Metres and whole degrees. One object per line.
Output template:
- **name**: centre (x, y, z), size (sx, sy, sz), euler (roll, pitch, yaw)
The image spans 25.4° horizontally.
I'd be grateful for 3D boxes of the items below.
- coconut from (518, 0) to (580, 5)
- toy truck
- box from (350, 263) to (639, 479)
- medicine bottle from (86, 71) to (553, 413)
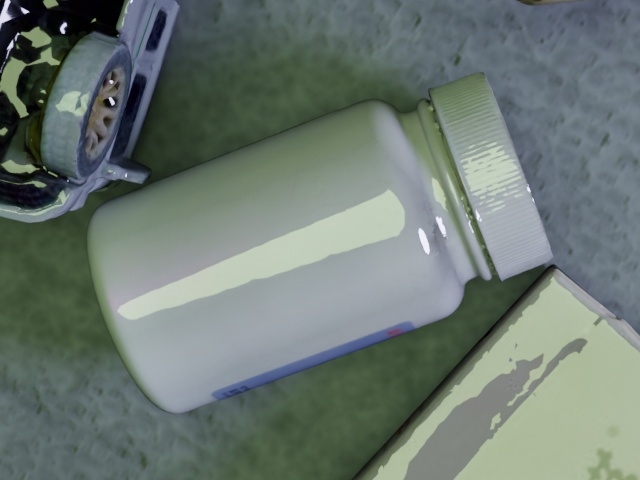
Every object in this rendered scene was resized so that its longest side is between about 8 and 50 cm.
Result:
- **coconut**: centre (0.111, -0.219, 0.552), size (0.241, 0.241, 0.241), euler (0, 92, 6)
- **toy truck**: centre (-0.096, -0.195, 0.593), size (0.146, 0.175, 0.367), euler (20, 94, 7)
- **box**: centre (0.174, 0.205, 0.641), size (0.365, 0.051, 0.205), euler (42, 96, 3)
- **medicine bottle**: centre (0.000, 0.000, 0.626), size (0.186, 0.103, 0.103), euler (-21, 90, 6)
